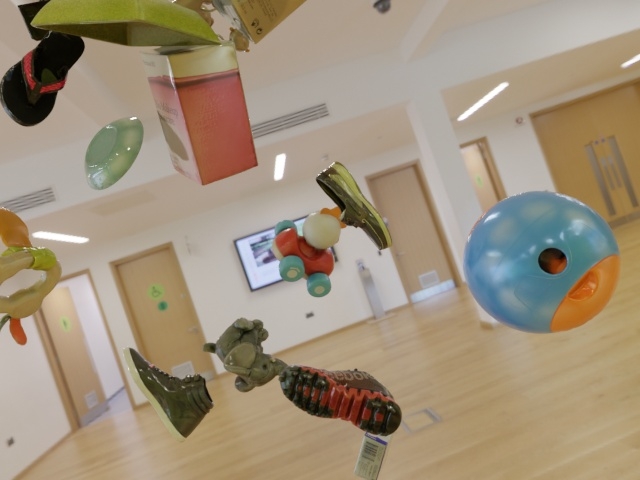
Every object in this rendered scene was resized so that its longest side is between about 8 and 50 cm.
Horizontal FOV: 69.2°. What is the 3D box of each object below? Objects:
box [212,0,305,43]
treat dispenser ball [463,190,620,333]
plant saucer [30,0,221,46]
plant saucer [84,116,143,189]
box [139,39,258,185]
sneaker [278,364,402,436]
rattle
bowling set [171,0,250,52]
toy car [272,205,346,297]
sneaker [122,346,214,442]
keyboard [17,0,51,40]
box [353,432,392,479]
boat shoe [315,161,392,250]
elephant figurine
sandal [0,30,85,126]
[{"bbox_3d":[-0.058,-0.516,0.814,0.311,0.148,0.121,-40,-27,-1],"label":"box"},{"bbox_3d":[0.438,0.043,0.940,0.288,0.288,0.288,-20,-1,-1],"label":"treat dispenser ball"},{"bbox_3d":[-0.271,-0.318,0.668,0.188,0.045,0.188,7,15,19],"label":"plant saucer"},{"bbox_3d":[-0.488,-0.210,1.065,0.195,0.195,0.037,-20,-32,24],"label":"plant saucer"},{"bbox_3d":[-0.222,-0.242,0.865,0.127,0.232,0.148,-26,34,-28],"label":"box"},{"bbox_3d":[0.043,0.336,1.031,0.276,0.097,0.135,18,11,2],"label":"sneaker"},{"bbox_3d":[-0.540,0.071,0.793,0.199,0.143,0.130,-59,-4,35],"label":"rattle"},{"bbox_3d":[-0.295,-0.483,0.941,0.154,0.200,0.287,-39,-39,0],"label":"bowling set"},{"bbox_3d":[0.000,0.000,1.373,0.238,0.210,0.219,-43,32,22],"label":"toy car"},{"bbox_3d":[-0.407,0.384,1.270,0.147,0.296,0.104,-37,-5,-16],"label":"sneaker"},{"bbox_3d":[-0.556,-0.511,1.029,0.192,0.100,0.038,-22,25,-20],"label":"keyboard"},{"bbox_3d":[0.163,0.624,1.385,0.072,0.126,0.137,17,8,19],"label":"box"},{"bbox_3d":[0.070,-0.065,1.013,0.073,0.223,0.080,-33,-3,-12],"label":"boat shoe"},{"bbox_3d":[-0.196,0.342,1.295,0.169,0.239,0.186,27,-69,-37],"label":"elephant figurine"},{"bbox_3d":[-0.386,-0.240,0.651,0.040,0.179,0.067,-10,-34,40],"label":"sandal"}]
